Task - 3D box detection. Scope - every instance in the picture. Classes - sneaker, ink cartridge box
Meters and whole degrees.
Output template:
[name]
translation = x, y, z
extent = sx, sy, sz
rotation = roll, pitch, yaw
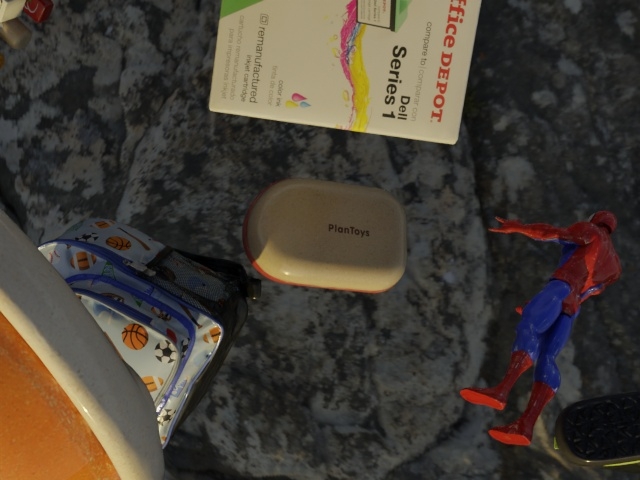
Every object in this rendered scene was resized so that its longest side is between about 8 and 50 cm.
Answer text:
[sneaker]
translation = 0.340, 0.179, 0.797
extent = 0.097, 0.235, 0.084
rotation = 43, 48, -56
[ink cartridge box]
translation = 0.027, -0.227, 0.939
extent = 0.278, 0.117, 0.201
rotation = 7, 101, -6

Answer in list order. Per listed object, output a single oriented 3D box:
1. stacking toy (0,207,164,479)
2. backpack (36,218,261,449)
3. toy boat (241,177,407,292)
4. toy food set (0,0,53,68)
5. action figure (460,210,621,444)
[stacking toy]
translation = -0.363, 0.176, 0.479
extent = 0.480, 0.351, 0.350
rotation = -43, 101, -31
[backpack]
translation = -0.256, 0.112, 1.028
extent = 0.263, 0.213, 0.276
rotation = 33, 107, 8
[toy boat]
translation = 0.000, 0.000, 1.177
extent = 0.231, 0.151, 0.150
rotation = 7, 74, -21
[toy food set]
translation = -0.471, -0.370, 1.246
extent = 0.104, 0.232, 0.111
rotation = 43, 43, 2
[action figure]
translation = 0.213, 0.067, 0.869
extent = 0.280, 0.139, 0.091
rotation = -50, 119, -26
